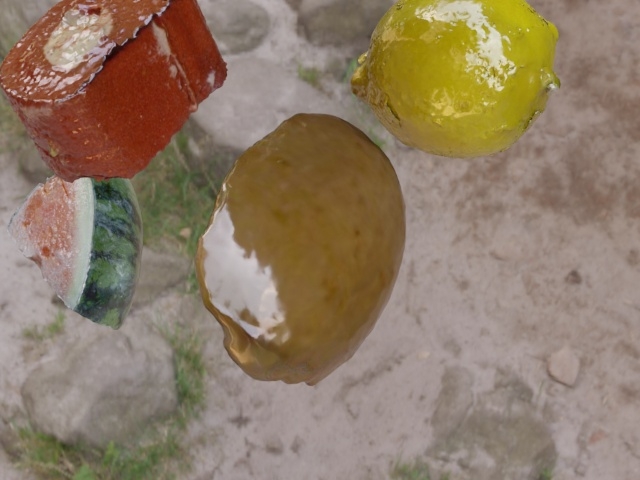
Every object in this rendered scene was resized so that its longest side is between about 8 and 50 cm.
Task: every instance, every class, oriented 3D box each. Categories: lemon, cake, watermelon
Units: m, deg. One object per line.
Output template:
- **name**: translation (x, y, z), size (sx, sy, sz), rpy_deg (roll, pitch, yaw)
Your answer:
- **lemon**: translation (0.130, -0.166, 0.897), size (0.206, 0.173, 0.173), rpy_deg (2, 46, 16)
- **cake**: translation (-0.248, -0.201, 1.096), size (0.177, 0.151, 0.283), rpy_deg (11, 54, 34)
- **watermelon**: translation (-0.382, 0.016, 1.422), size (0.201, 0.213, 0.262), rpy_deg (-8, 67, 13)

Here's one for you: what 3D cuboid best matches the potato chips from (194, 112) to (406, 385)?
- **potato chips**: translation (0.000, 0.000, 0.595), size (0.150, 0.049, 0.202), rpy_deg (53, 52, -12)
